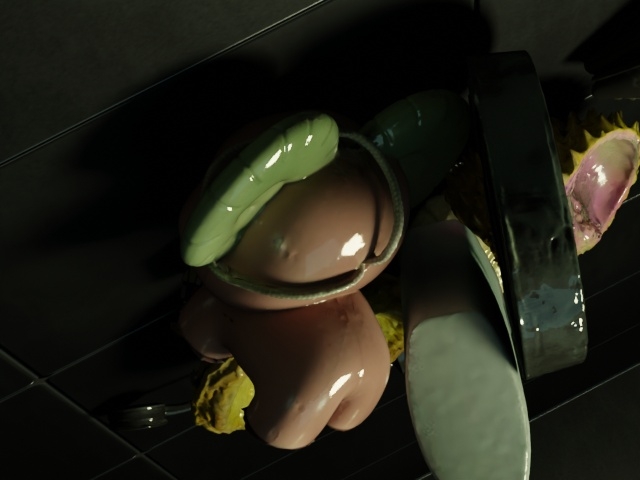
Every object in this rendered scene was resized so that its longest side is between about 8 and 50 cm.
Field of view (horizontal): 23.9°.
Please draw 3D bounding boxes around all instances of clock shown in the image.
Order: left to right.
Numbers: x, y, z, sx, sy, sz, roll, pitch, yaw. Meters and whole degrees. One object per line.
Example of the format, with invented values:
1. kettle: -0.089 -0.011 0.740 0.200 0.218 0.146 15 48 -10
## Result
1. clock: 0.169 -0.025 1.263 0.055 0.281 0.280 -10 163 4

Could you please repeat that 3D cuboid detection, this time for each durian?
1. durian: 0.238 -0.064 1.515 0.186 0.154 0.260 -41 168 14

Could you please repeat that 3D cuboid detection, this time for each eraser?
1. eraser: 0.131 0.106 1.399 0.104 0.189 0.290 -10 -165 5

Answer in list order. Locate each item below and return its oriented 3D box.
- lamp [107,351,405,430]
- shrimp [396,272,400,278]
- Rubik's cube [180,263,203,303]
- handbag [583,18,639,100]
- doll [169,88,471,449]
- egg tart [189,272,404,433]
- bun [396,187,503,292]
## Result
1. lamp: -0.074 0.137 1.791 0.371 0.108 0.130 -10 -178 -7
2. shrimp: 0.146 0.054 1.847 0.145 0.059 0.254 -53 155 -2
3. Rubik's cube: -0.076 0.039 1.413 0.093 0.111 0.111 -9 177 38
4. handbag: 0.425 -0.187 1.478 0.288 0.152 0.342 -19 168 28
5. doll: 0.000 0.000 1.219 0.284 0.216 0.268 -17 148 -43
6. egg tart: -0.029 0.099 1.615 0.294 0.123 0.294 -24 160 -9
7. bun: 0.152 0.002 1.651 0.164 0.111 0.188 -50 154 13
